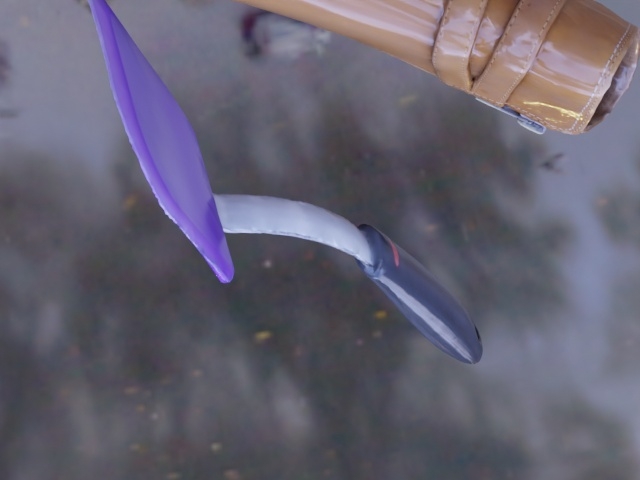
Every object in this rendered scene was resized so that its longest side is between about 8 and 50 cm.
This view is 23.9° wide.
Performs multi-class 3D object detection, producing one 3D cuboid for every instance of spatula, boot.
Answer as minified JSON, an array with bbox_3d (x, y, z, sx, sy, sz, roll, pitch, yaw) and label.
[{"bbox_3d":[0.000,0.000,0.596,0.030,0.084,0.296,-31,146,20],"label":"spatula"},{"bbox_3d":[0.035,-0.117,0.716,0.109,0.220,0.283,-60,166,12],"label":"boot"}]
